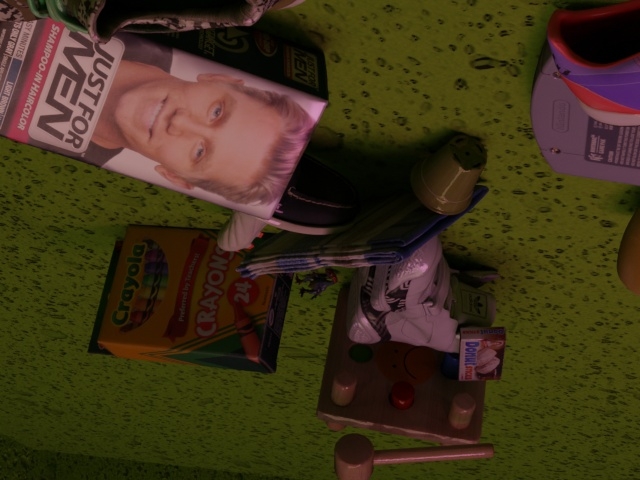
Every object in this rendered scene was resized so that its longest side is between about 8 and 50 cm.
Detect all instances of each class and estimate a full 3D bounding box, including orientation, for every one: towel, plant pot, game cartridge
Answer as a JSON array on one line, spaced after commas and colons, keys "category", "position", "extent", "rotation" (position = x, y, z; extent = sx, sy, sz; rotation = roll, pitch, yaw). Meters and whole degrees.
[{"category": "towel", "position": [0.052, -0.011, 1.768], "extent": [0.285, 0.209, 0.034], "rotation": [-7, 109, 41]}, {"category": "plant pot", "position": [0.161, -0.086, 1.653], "extent": [0.083, 0.083, 0.079], "rotation": [16, 147, -13]}, {"category": "game cartridge", "position": [0.320, -0.141, 1.435], "extent": [0.198, 0.062, 0.297], "rotation": [14, 161, 13]}, {"category": "plant pot", "position": [0.427, -0.004, 1.673], "extent": [0.134, 0.134, 0.095], "rotation": [4, 132, 19]}]

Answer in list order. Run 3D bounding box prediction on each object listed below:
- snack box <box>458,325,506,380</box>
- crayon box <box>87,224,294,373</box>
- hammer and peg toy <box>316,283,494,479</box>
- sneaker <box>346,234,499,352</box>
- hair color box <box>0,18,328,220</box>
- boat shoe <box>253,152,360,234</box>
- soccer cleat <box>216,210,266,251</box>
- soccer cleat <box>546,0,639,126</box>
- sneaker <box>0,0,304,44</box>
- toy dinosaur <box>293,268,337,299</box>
[{"category": "snack box", "position": [0.232, 0.165, 1.988], "extent": [0.064, 0.022, 0.178], "rotation": [-1, 155, 4]}, {"category": "crayon box", "position": [-0.210, 0.087, 2.108], "extent": [0.319, 0.202, 0.081], "rotation": [3, 158, 20]}, {"category": "hammer and peg toy", "position": [0.133, 0.237, 2.120], "extent": [0.266, 0.361, 0.127], "rotation": [10, 139, 1]}, {"category": "sneaker", "position": [0.167, 0.063, 1.963], "extent": [0.210, 0.137, 0.366], "rotation": [8, 158, -8]}, {"category": "hair color box", "position": [-0.182, -0.162, 1.470], "extent": [0.347, 0.105, 0.174], "rotation": [17, 125, -16]}, {"category": "boat shoe", "position": [-0.080, -0.110, 1.654], "extent": [0.340, 0.127, 0.113], "rotation": [23, 122, -21]}, {"category": "soccer cleat", "position": [-0.099, -0.040, 1.920], "extent": [0.076, 0.068, 0.196], "rotation": [27, 148, -26]}, {"category": "soccer cleat", "position": [0.341, -0.162, 1.150], "extent": [0.318, 0.108, 0.116], "rotation": [0, 153, 39]}, {"category": "sneaker", "position": [-0.198, -0.242, 1.209], "extent": [0.410, 0.182, 0.158], "rotation": [-1, 124, 19]}, {"category": "toy dinosaur", "position": [-0.002, 0.063, 2.203], "extent": [0.082, 0.047, 0.090], "rotation": [-11, -175, 28]}]
